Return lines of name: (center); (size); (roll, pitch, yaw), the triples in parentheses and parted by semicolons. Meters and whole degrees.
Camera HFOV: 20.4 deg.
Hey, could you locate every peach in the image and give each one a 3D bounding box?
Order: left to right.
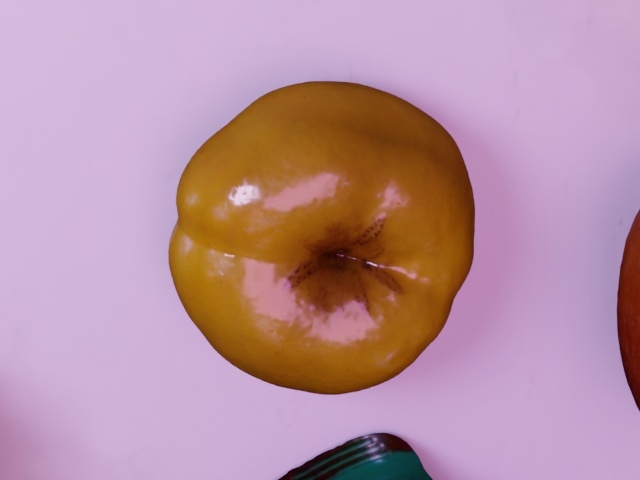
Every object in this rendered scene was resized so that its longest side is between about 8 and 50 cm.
peach: (0.000, 0.000, 0.979); (0.179, 0.103, 0.179); (-7, 112, -18)

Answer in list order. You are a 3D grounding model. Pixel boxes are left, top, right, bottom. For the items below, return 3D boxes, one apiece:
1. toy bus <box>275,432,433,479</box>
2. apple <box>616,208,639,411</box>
toy bus: (0.071, 0.311, 1.074); (0.183, 0.199, 0.343); (-33, 115, -2)
apple: (0.279, 0.048, 1.023); (0.218, 0.218, 0.201); (-18, 114, -10)
